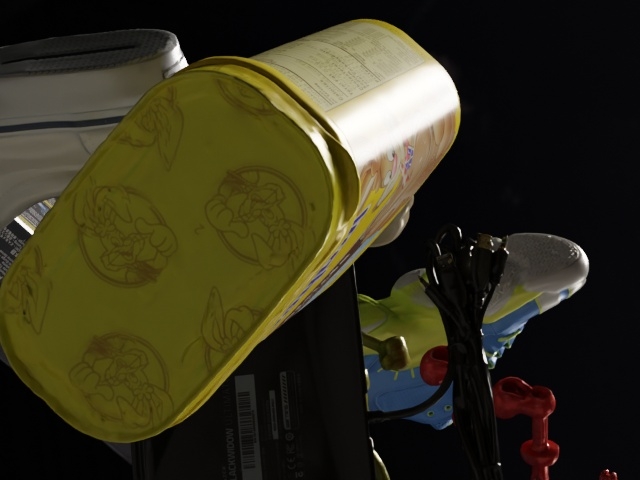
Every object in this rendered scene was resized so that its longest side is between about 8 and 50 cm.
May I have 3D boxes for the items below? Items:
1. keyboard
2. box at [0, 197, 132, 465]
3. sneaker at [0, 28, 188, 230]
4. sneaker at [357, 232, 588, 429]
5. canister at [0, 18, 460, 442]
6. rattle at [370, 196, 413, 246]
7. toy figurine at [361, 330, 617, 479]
[{"bbox_3d":[0.004,0.094,0.960,0.202,0.317,0.033,-6,-16,4],"label":"keyboard"},{"bbox_3d":[-0.257,-0.019,1.442,0.097,0.318,0.395,-44,-51,0],"label":"box"},{"bbox_3d":[-0.189,-0.046,0.961,0.258,0.091,0.094,-3,22,11],"label":"sneaker"},{"bbox_3d":[0.117,0.079,1.549,0.240,0.091,0.126,-16,-61,19],"label":"sneaker"},{"bbox_3d":[-0.022,-0.012,0.643,0.126,0.073,0.170,-50,-5,22],"label":"canister"},{"bbox_3d":[0.000,0.000,1.925,0.130,0.142,0.200,27,-34,-22],"label":"rattle"},{"bbox_3d":[0.032,0.194,1.114,0.363,0.191,0.217,20,39,31],"label":"toy figurine"}]
